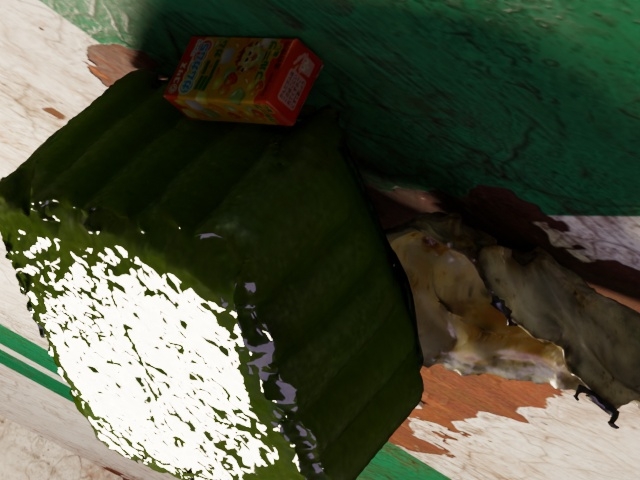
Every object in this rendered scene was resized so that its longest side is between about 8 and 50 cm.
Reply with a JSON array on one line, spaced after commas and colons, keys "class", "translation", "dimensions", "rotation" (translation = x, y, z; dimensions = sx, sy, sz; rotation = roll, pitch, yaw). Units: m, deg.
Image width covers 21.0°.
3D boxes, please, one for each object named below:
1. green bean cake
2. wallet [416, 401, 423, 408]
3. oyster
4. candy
[{"class": "green bean cake", "translation": [-0.090, 0.042, 1.487], "dimensions": [0.335, 0.218, 0.319], "rotation": [16, 136, 36]}, {"class": "wallet", "translation": [0.097, 0.211, 2.307], "dimensions": [0.083, 0.011, 0.044], "rotation": [4, 155, 48]}, {"class": "oyster", "translation": [0.186, 0.073, 1.548], "dimensions": [0.337, 0.133, 0.198], "rotation": [25, 160, -2]}, {"class": "candy", "translation": [-0.062, -0.128, 1.368], "dimensions": [0.122, 0.062, 0.038], "rotation": [8, 157, 42]}]
